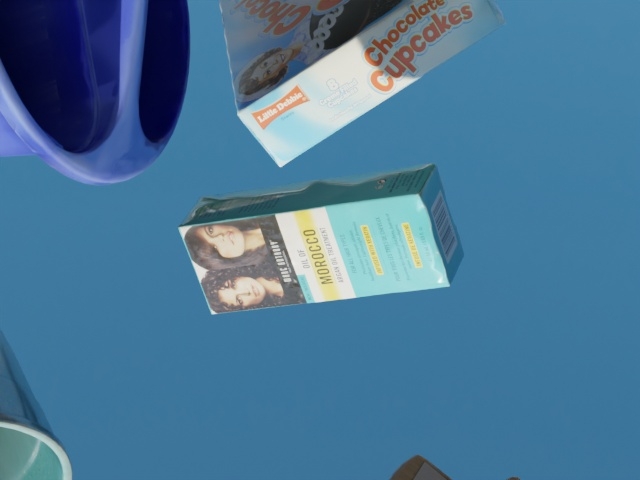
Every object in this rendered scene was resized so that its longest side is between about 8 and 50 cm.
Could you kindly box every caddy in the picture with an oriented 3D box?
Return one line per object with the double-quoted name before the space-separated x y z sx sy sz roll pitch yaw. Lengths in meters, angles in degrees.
"caddy" -0.182 -0.197 1.089 0.179 0.341 0.241 -8 -176 25

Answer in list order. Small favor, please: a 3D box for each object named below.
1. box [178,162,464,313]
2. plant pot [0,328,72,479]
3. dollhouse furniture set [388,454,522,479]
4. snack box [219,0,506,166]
"box" 0.000 0.000 1.662 0.244 0.100 0.060 -8 -153 24
"plant pot" -0.353 0.109 1.345 0.272 0.271 0.255 -18 -122 -14
"dollhouse furniture set" 0.062 0.189 0.972 0.198 0.303 0.286 39 -120 -4
"snack box" 0.017 -0.195 1.348 0.187 0.060 0.322 -32 -150 11
